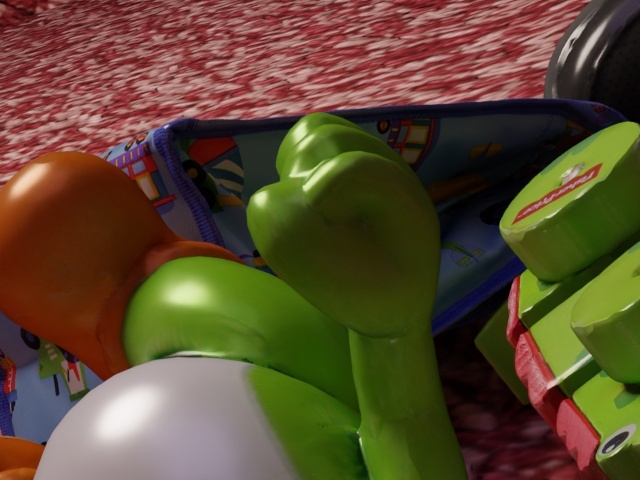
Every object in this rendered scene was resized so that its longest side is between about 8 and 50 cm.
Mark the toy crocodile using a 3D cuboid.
[{"bbox_3d":[0.115,0.046,0.630,0.105,0.115,0.340,-39,13,6],"label":"toy crocodile"}]

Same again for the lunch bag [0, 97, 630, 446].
[{"bbox_3d":[0.000,0.000,0.885,0.293,0.138,0.221,-22,0,-40],"label":"lunch bag"}]

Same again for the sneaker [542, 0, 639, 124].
[{"bbox_3d":[0.276,-0.110,0.924,0.341,0.125,0.139,-19,17,8],"label":"sneaker"}]

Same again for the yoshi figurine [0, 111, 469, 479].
[{"bbox_3d":[-0.027,0.087,0.461,0.203,0.203,0.362,-20,29,-28],"label":"yoshi figurine"}]
